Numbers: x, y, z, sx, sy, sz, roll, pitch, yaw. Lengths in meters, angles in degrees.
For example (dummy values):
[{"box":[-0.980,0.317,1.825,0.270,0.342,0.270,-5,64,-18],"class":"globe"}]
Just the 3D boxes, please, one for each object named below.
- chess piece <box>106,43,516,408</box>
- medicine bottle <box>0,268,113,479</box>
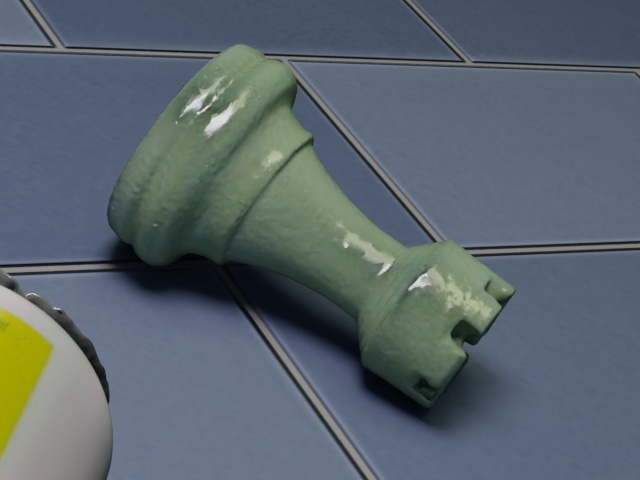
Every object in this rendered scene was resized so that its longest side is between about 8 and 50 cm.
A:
[{"box":[0.000,0.000,1.486,0.299,0.194,0.194,36,32,6],"class":"chess piece"},{"box":[-0.249,0.186,0.975,0.213,0.213,0.378,20,30,-3],"class":"medicine bottle"}]
